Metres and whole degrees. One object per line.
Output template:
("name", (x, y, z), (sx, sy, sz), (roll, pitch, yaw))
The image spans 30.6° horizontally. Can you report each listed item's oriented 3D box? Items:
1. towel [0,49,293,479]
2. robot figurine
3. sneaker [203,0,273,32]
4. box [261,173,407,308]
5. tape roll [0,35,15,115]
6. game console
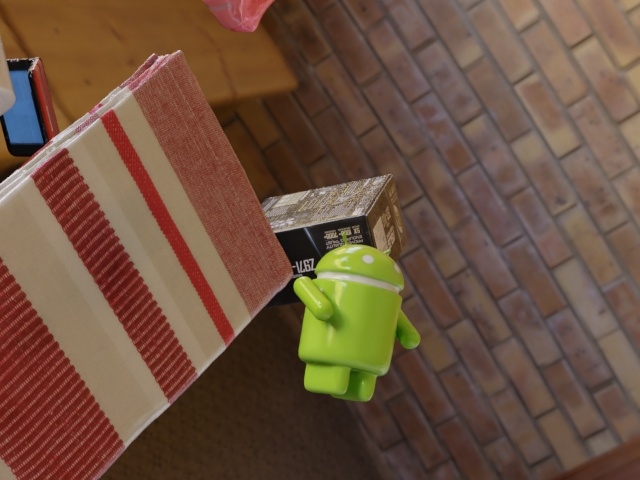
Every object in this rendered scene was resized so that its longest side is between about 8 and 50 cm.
("towel", (-0.170, 0.043, 0.876), (0.329, 0.037, 0.237), (-46, 127, -29))
("robot figurine", (0.022, 0.055, 0.838), (0.101, 0.067, 0.115), (20, 76, -35))
("sneaker", (-0.055, -0.368, 1.395), (0.314, 0.116, 0.136), (-55, 135, -30))
("box", (0.000, 0.000, 1.194), (0.180, 0.147, 0.077), (-55, 133, -71))
("tape roll", (-0.492, -0.218, 1.352), (0.246, 0.246, 0.169), (-3, 78, -68))
("game console", (-0.409, -0.171, 1.602), (0.124, 0.085, 0.144), (-109, -172, -67))
